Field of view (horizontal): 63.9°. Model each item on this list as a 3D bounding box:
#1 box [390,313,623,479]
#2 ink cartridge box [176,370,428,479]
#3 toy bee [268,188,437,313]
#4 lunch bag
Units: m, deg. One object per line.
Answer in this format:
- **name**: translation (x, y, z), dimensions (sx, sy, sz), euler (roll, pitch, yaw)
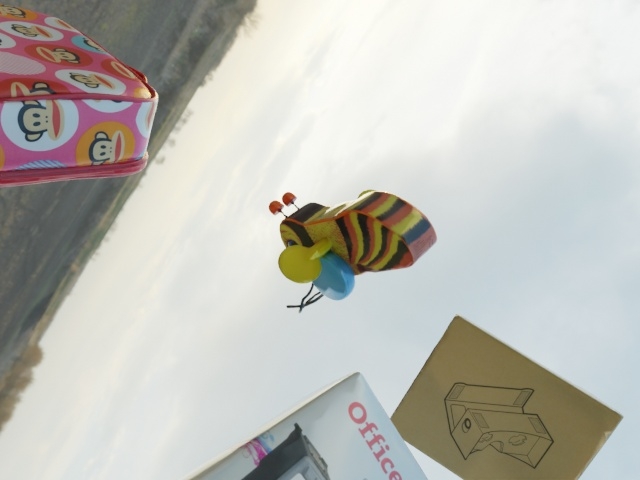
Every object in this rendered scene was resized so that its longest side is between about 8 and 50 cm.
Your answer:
- **box**: translation (0.201, 0.205, 0.585), dimensions (0.164, 0.201, 0.021), euler (-61, 168, 10)
- **ink cartridge box**: translation (-0.041, 0.292, 0.449), dimensions (0.306, 0.226, 0.131), euler (-26, 167, -32)
- **toy bee**: translation (0.000, 0.000, 0.678), dimensions (0.298, 0.162, 0.195), euler (-34, -176, 34)
- **lunch bag**: translation (-0.323, -0.176, 0.569), dimensions (0.293, 0.258, 0.120), euler (40, -54, 30)
